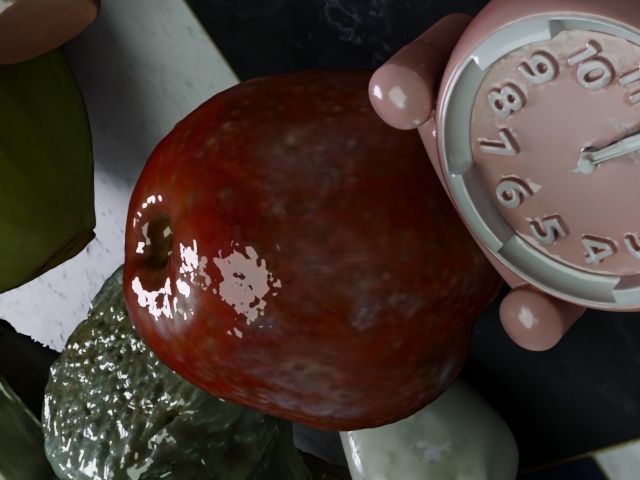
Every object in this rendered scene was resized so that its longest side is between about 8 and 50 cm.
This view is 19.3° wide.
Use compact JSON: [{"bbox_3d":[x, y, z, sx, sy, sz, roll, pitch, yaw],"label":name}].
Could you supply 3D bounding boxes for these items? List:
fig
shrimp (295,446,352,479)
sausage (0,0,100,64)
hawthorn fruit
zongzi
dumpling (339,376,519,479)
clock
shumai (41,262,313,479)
[{"bbox_3d":[-0.346,-0.092,1.569,0.343,0.343,0.343,29,138,29],"label":"fig"},{"bbox_3d":[0.038,0.259,1.679,0.287,0.063,0.152,29,150,26],"label":"shrimp"},{"bbox_3d":[-0.273,-0.285,1.451,0.304,0.121,0.121,63,147,15],"label":"sausage"},{"bbox_3d":[0.000,0.000,1.330,0.284,0.284,0.284,29,138,29],"label":"hawthorn fruit"},{"bbox_3d":[-0.212,0.252,1.763,0.393,0.174,0.356,45,178,5],"label":"zongzi"},{"bbox_3d":[0.083,0.183,1.511,0.252,0.131,0.179,46,168,26],"label":"dumpling"},{"bbox_3d":[0.189,-0.073,1.166,0.241,0.142,0.227,-23,103,44],"label":"clock"},{"bbox_3d":[-0.092,0.128,1.602,0.225,0.261,0.222,11,166,47],"label":"shumai"}]
